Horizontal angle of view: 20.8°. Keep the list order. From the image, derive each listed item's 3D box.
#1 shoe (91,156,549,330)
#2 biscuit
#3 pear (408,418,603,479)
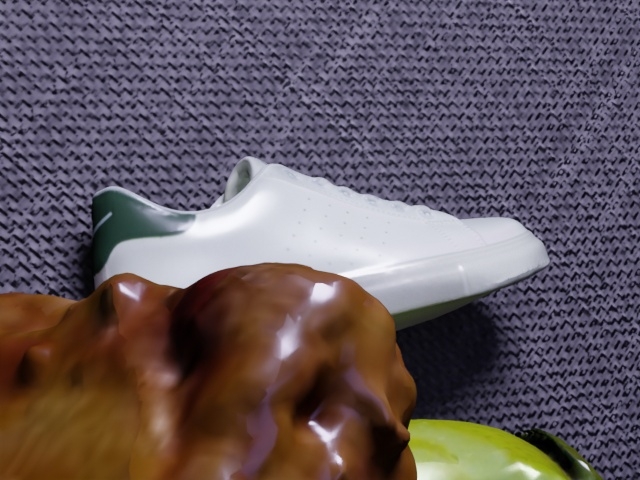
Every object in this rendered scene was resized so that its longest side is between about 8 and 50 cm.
[{"bbox_3d":[0.000,0.000,0.927,0.265,0.095,0.110,-14,80,-30],"label":"shoe"},{"bbox_3d":[-0.156,0.186,0.606,0.166,0.395,0.342,48,53,-37],"label":"biscuit"},{"bbox_3d":[-0.005,0.184,0.772,0.292,0.159,0.292,5,41,-4],"label":"pear"}]
